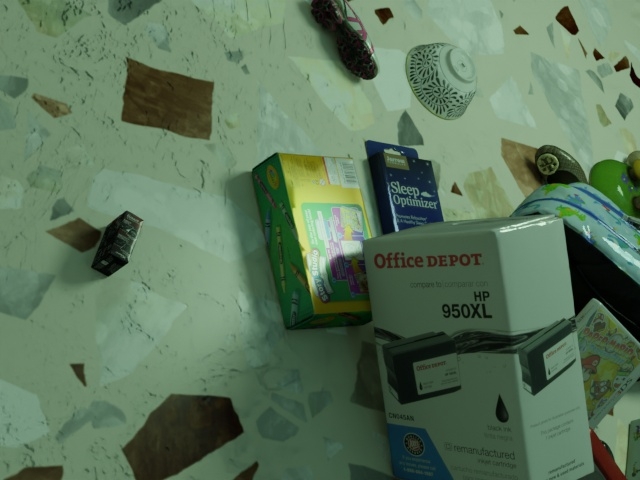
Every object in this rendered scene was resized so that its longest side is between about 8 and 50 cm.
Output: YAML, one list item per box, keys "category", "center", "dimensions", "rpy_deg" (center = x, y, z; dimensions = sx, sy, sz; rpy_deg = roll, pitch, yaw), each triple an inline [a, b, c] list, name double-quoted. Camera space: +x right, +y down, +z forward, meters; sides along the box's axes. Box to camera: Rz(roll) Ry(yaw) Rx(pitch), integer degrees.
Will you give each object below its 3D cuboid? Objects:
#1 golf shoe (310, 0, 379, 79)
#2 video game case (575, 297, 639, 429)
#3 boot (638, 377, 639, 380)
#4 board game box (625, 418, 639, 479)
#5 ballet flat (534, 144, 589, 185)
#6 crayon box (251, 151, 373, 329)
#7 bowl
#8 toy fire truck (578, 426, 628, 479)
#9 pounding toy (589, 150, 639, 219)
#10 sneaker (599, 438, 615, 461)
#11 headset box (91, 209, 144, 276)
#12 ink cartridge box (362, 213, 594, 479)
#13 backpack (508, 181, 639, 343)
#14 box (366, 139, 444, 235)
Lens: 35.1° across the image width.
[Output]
- category: "golf shoe"
  center: [0.063, -0.390, 1.905]
  dimensions: [0.086, 0.067, 0.186]
  rpy_deg: [-33, 92, -45]
- category: "video game case"
  center: [0.456, 0.230, 1.739]
  dimensions: [0.206, 0.026, 0.227]
  rpy_deg: [-50, 129, 2]
- category: "boot"
  center: [0.641, 0.220, 2.092]
  dimensions: [0.198, 0.077, 0.137]
  rpy_deg: [1, 64, -41]
- category: "board game box"
  center: [0.697, 0.524, 1.972]
  dimensions: [0.224, 0.097, 0.303]
  rpy_deg: [34, 52, -22]
- category: "ballet flat"
  center: [0.537, -0.096, 2.154]
  dimensions: [0.250, 0.084, 0.058]
  rpy_deg: [52, 45, -15]
- category: "crayon box"
  center: [0.000, 0.000, 1.652]
  dimensions: [0.165, 0.081, 0.278]
  rpy_deg: [0, 70, -40]
- category: "bowl"
  center: [0.261, -0.337, 2.036]
  dimensions: [0.170, 0.080, 0.170]
  rpy_deg: [19, 58, -32]
- category: "toy fire truck"
  center: [0.417, 0.454, 1.661]
  dimensions: [0.302, 0.254, 0.169]
  rpy_deg: [55, 46, -4]
- category: "pounding toy"
  center: [0.725, -0.122, 2.298]
  dimensions: [0.237, 0.110, 0.183]
  rpy_deg: [-20, 83, -43]
- category: "sneaker"
  center: [0.471, 0.398, 1.864]
  dimensions: [0.217, 0.079, 0.121]
  rpy_deg: [45, 44, -25]
- category: "headset box"
  center: [-0.285, 0.001, 1.428]
  dimensions: [0.032, 0.062, 0.083]
  rpy_deg: [33, 51, -24]
- category: "ink cartridge box"
  center: [0.235, 0.170, 1.556]
  dimensions: [0.166, 0.285, 0.395]
  rpy_deg: [-11, 94, -40]
- category: "backpack"
  center: [0.501, 0.059, 1.924]
  dimensions: [0.355, 0.290, 0.273]
  rpy_deg: [32, 52, -2]
- category: "box"
  center: [0.160, -0.082, 1.859]
  dimensions: [0.136, 0.036, 0.225]
  rpy_deg: [5, 65, -38]
